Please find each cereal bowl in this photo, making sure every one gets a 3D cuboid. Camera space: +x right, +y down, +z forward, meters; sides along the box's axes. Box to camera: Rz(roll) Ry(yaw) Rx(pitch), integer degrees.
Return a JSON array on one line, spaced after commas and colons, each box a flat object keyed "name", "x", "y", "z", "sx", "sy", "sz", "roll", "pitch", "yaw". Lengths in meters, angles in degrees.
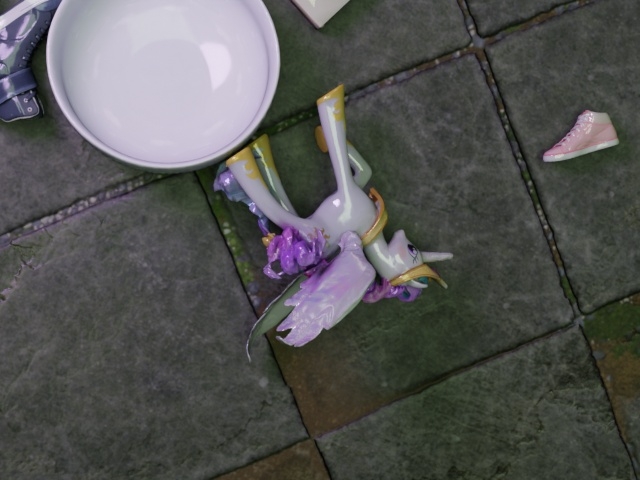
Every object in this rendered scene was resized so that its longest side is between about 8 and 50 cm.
[{"name": "cereal bowl", "x": -0.231, "y": -0.259, "z": 1.605, "sx": 0.338, "sy": 0.141, "sz": 0.339, "roll": 1, "pitch": 83, "yaw": -5}]

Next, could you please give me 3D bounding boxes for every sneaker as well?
[{"name": "sneaker", "x": -0.434, "y": -0.276, "z": 1.618, "sx": 0.226, "sy": 0.086, "sz": 0.163, "roll": -32, "pitch": 98, "yaw": -2}, {"name": "sneaker", "x": 0.424, "y": -0.175, "z": 1.764, "sx": 0.134, "sy": 0.051, "sz": 0.070, "roll": -17, "pitch": 96, "yaw": -9}]

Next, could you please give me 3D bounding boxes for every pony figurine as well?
[{"name": "pony figurine", "x": 0.000, "y": 0.000, "z": 1.625, "sx": 0.351, "sy": 0.303, "sz": 0.363, "roll": -36, "pitch": 99, "yaw": -20}]

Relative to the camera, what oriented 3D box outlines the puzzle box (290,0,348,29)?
[{"name": "puzzle box", "x": 0.053, "y": -0.568, "z": 1.671, "sx": 0.409, "sy": 0.052, "sz": 0.272, "roll": -43, "pitch": 99, "yaw": -2}]
